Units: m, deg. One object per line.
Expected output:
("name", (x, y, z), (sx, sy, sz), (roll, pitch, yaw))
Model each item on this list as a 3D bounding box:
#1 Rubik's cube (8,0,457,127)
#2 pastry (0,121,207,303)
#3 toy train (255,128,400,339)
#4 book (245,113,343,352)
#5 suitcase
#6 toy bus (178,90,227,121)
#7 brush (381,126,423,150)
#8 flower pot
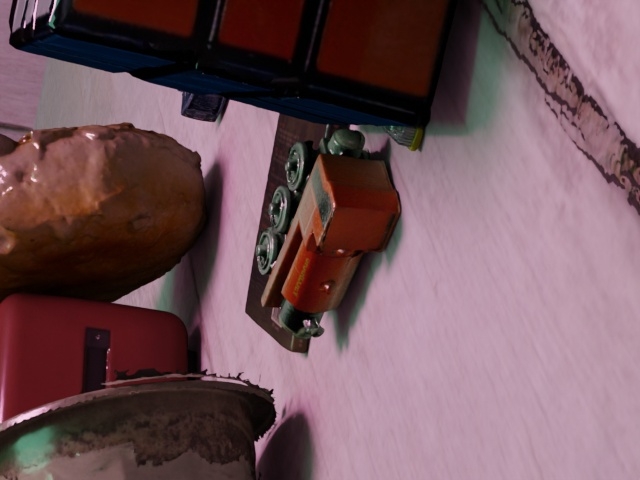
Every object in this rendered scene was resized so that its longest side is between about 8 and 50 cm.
("Rubik's cube", (-0.055, -0.248, 1.365), (0.288, 0.283, 0.293), (-160, 85, -75))
("pastry", (-0.267, -0.015, 2.025), (0.329, 0.330, 0.136), (125, 132, -59))
("toy train", (0.000, 0.000, 1.467), (0.118, 0.074, 0.176), (-104, 29, -47))
("book", (-0.021, -0.029, 1.640), (0.160, 0.024, 0.228), (-144, 63, -72))
("suitcase", (-0.255, 0.211, 1.961), (0.161, 0.236, 0.297), (123, 151, -55))
("toy bus", (-0.127, -0.214, 2.074), (0.065, 0.047, 0.166), (126, 149, -53))
("brush", (0.056, -0.088, 1.397), (0.083, 0.021, 0.018), (-120, 47, -67))
("flower pot", (-0.146, 0.268, 1.560), (0.290, 0.290, 0.259), (124, 135, -58))
